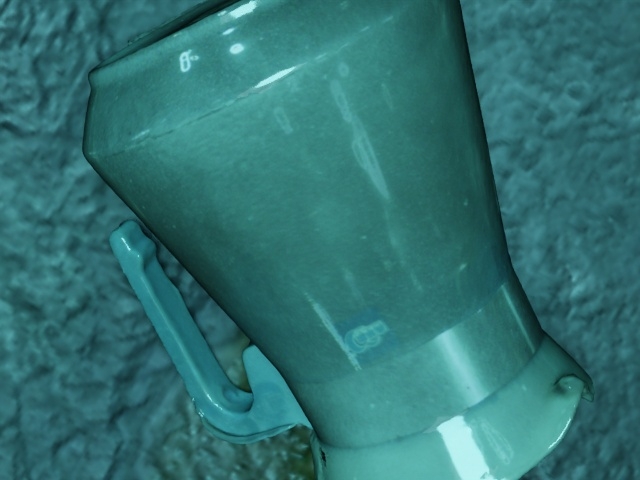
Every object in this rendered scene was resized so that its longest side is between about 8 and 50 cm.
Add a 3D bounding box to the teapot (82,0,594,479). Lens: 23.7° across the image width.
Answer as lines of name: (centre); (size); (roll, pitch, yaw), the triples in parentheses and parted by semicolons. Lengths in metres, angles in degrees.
teapot: (0.000, 0.000, 0.662); (0.203, 0.171, 0.225); (-19, 104, 33)
